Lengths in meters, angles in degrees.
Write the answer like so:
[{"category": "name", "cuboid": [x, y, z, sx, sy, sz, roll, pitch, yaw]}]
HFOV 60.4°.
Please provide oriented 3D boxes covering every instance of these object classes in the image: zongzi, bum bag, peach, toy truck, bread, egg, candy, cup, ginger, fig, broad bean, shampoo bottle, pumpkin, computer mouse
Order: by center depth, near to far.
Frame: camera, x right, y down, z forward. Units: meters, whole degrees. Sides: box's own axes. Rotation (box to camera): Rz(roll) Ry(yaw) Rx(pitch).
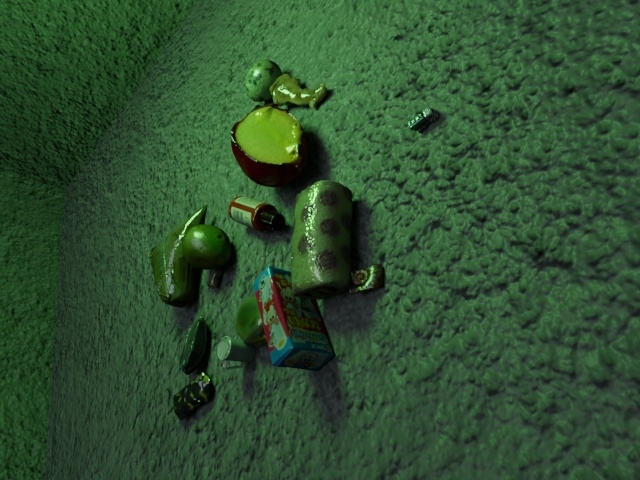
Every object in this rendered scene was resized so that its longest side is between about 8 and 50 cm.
[{"category": "pumpkin", "cuboid": [0.131, 0.113, 1.541, 0.101, 0.035, 0.073, -11, 56, 19]}, {"category": "toy truck", "cuboid": [0.291, -0.344, 1.565, 0.083, 0.044, 0.039, -36, 52, 33]}, {"category": "candy", "cuboid": [-0.086, 0.229, 1.631, 0.100, 0.157, 0.305, -47, 43, 29]}, {"category": "bread", "cuboid": [0.000, 0.000, 1.646, 0.187, 0.155, 0.338, -25, 56, 45]}, {"category": "broad bean", "cuboid": [-0.205, 0.266, 1.810, 0.169, 0.100, 0.228, -53, 29, 6]}, {"category": "cup", "cuboid": [-0.281, 0.378, 1.817, 0.074, 0.116, 0.104, -6, 68, 46]}, {"category": "peach", "cuboid": [-0.160, -0.304, 1.942, 0.258, 0.201, 0.361, -32, 54, -17]}, {"category": "shampoo bottle", "cuboid": [-0.223, -0.090, 1.978, 0.278, 0.104, 0.104, 20, 88, 51]}, {"category": "bum bag", "cuboid": [-0.460, 0.561, 1.980, 0.232, 0.060, 0.106, -42, 55, 31]}, {"category": "computer mouse", "cuboid": [-0.462, 0.392, 2.056, 0.126, 0.071, 0.231, -39, 35, 50]}, {"category": "ginger", "cuboid": [-0.079, -0.559, 2.061, 0.295, 0.086, 0.131, 17, 77, 42]}, {"category": "fig", "cuboid": [-0.429, 0.033, 2.103, 0.191, 0.181, 0.181, 36, 100, 43]}, {"category": "zongzi", "cuboid": [-0.414, 0.146, 2.146, 0.083, 0.040, 0.076, -9, 58, 65]}, {"category": "egg", "cuboid": [-0.231, -0.640, 2.216, 0.181, 0.141, 0.141, -52, 41, 35]}, {"category": "zongzi", "cuboid": [-0.535, 0.063, 2.234, 0.360, 0.160, 0.323, -44, 50, 16]}]
